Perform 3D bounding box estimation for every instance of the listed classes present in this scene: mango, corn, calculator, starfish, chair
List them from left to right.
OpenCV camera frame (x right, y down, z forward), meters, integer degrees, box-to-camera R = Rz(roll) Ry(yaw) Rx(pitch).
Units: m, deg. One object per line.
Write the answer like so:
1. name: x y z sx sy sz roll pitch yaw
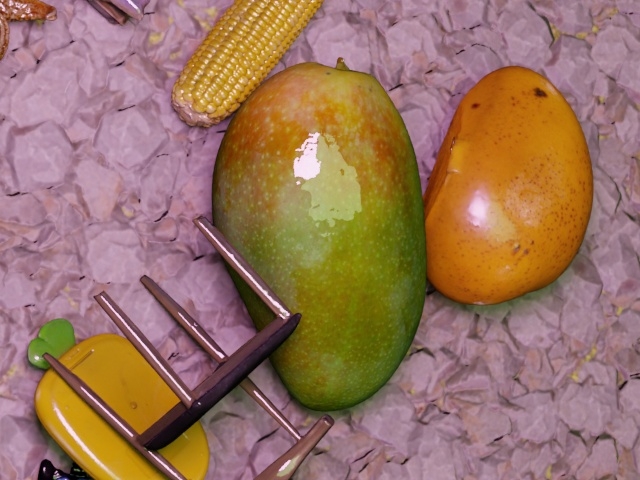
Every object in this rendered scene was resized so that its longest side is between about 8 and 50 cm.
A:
1. starfish: -0.368 -0.244 1.772 0.189 0.074 0.146 -9 102 -19
2. calculator: -0.213 0.176 1.806 0.235 0.032 0.146 46 51 1
3. chair: -0.110 0.142 1.758 0.272 0.166 0.188 48 51 1
4. corn: -0.070 -0.227 1.885 0.081 0.081 0.248 41 75 -14
5. mango: 0.000 0.000 1.844 0.225 0.201 0.382 -10 104 -24
6. mango: 0.214 -0.060 1.952 0.191 0.160 0.290 19 72 -12

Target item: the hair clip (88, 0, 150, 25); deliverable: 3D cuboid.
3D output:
1. hair clip: -0.302 -0.326 1.813 0.292 0.084 0.106 34 59 -11

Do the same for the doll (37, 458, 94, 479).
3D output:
1. doll: -0.201 0.272 1.825 0.195 0.070 0.096 10 53 -17
